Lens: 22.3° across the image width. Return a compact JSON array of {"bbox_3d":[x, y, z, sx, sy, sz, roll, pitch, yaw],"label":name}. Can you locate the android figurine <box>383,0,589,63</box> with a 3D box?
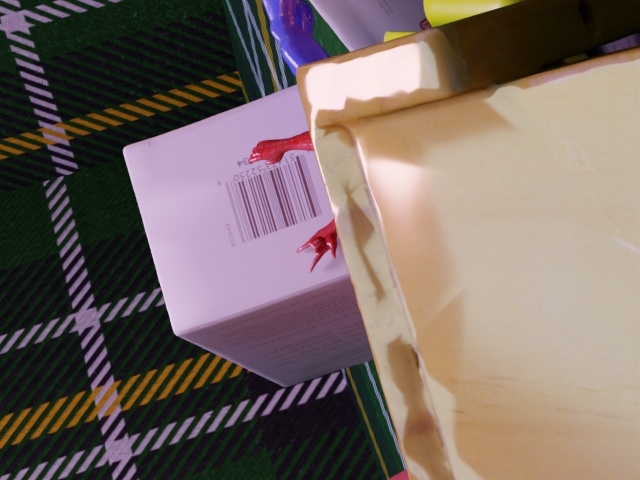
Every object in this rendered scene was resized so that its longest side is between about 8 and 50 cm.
[{"bbox_3d":[0.099,-0.047,1.028,0.273,0.056,0.248,12,100,60],"label":"android figurine"}]

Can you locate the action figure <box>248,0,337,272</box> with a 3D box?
[{"bbox_3d":[-0.022,-0.094,1.227,0.280,0.139,0.091,51,-174,22],"label":"action figure"}]

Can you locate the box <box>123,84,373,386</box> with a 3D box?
[{"bbox_3d":[0.000,0.000,1.430,0.345,0.215,0.168,43,-151,-72],"label":"box"}]

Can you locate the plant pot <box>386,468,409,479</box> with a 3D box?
[{"bbox_3d":[0.125,0.276,1.228,0.275,0.243,0.274,163,90,-85],"label":"plant pot"}]

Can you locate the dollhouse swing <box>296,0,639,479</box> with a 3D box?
[{"bbox_3d":[0.197,0.044,0.703,0.315,0.305,0.346,-24,-81,-53],"label":"dollhouse swing"}]

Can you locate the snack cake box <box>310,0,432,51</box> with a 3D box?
[{"bbox_3d":[0.018,-0.243,1.277,0.152,0.089,0.264,49,-168,-38],"label":"snack cake box"}]
